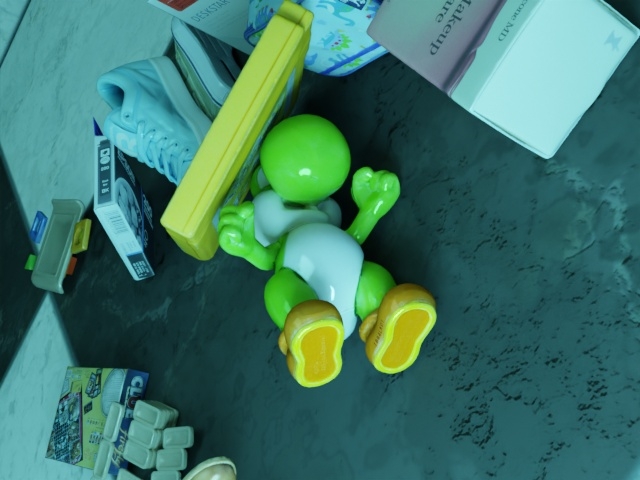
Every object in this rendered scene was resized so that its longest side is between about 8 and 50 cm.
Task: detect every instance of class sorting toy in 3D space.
[{"bbox_3d":[-0.545,0.012,1.784,0.348,0.047,0.195,4,81,54],"label":"sorting toy"}]

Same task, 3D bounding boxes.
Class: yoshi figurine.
[{"bbox_3d":[-0.005,-0.021,0.966,0.203,0.203,0.362,-40,39,11],"label":"yoshi figurine"}]

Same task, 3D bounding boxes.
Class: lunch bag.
[{"bbox_3d":[0.022,-0.289,1.067,0.219,0.176,0.090,-14,67,52],"label":"lunch bag"}]

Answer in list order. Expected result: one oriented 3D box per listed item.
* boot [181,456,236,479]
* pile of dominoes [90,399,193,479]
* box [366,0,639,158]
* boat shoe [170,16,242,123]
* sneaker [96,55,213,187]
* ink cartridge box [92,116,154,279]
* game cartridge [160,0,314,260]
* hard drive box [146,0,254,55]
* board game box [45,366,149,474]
[{"bbox_3d":[-0.120,0.360,0.947,0.152,0.073,0.197,47,123,54],"label":"boot"},{"bbox_3d":[-0.263,0.365,1.230,0.196,0.040,0.251,11,86,42],"label":"pile of dominoes"},{"bbox_3d":[0.174,-0.212,0.860,0.148,0.127,0.232,-57,36,16],"label":"box"},{"bbox_3d":[-0.202,-0.292,1.429,0.094,0.109,0.302,-53,40,25],"label":"boat shoe"},{"bbox_3d":[-0.258,-0.154,1.338,0.366,0.150,0.135,55,153,39],"label":"sneaker"},{"bbox_3d":[-0.331,-0.074,1.426,0.045,0.206,0.208,-13,54,1],"label":"ink cartridge box"},{"bbox_3d":[-0.097,-0.116,1.033,0.285,0.053,0.324,-62,3,-7],"label":"game cartridge"},{"bbox_3d":[-0.100,-0.356,1.213,0.181,0.232,0.089,-11,64,51],"label":"hard drive box"},{"bbox_3d":[-0.378,0.296,1.411,0.243,0.042,0.165,-9,66,51],"label":"board game box"}]
